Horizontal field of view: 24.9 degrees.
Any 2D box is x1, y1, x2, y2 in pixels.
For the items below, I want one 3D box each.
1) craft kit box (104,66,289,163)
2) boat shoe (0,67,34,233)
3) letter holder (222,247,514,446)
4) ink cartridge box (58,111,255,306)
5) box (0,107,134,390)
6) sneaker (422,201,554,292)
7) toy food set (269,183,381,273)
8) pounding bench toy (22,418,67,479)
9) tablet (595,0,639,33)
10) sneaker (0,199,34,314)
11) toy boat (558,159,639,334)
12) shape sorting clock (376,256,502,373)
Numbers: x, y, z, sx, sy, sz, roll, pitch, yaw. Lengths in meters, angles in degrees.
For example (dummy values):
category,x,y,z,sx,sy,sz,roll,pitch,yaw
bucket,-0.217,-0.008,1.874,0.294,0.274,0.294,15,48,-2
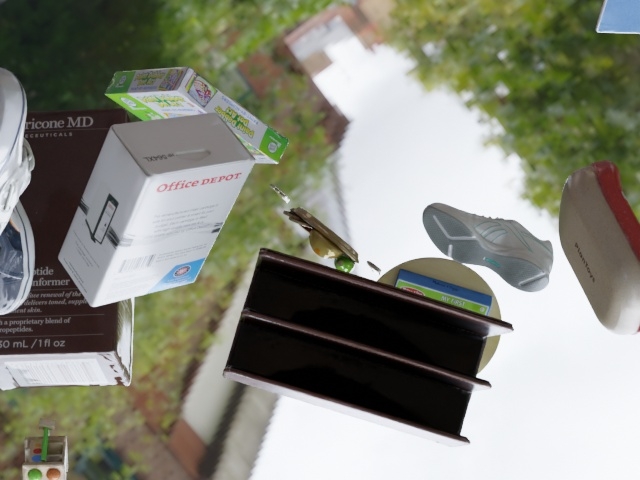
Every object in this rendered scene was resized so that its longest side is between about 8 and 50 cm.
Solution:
category,x,y,z,sx,sy,sz,roll,pitch,yaw
craft kit box,-0.221,-0.220,2.569,0.250,0.246,0.061,5,-117,53
boat shoe,-0.337,-0.076,1.479,0.088,0.096,0.267,-14,145,-40
letter holder,0.051,0.127,1.684,0.214,0.302,0.152,119,-12,-81
ink cartridge box,-0.181,-0.036,1.587,0.148,0.086,0.203,-12,143,-42
box,-0.360,0.010,2.039,0.191,0.143,0.381,-3,-116,2
sneaker,0.179,-0.001,1.544,0.061,0.152,0.054,-59,177,-44
toy food set,0.000,0.000,2.015,0.038,0.192,0.132,-51,174,-2
pounding bench toy,-0.341,0.270,1.788,0.052,0.083,0.065,-1,-151,-7
tablet,0.365,-0.265,1.682,0.083,0.054,0.006,0,-141,-14
sneaker,-0.425,-0.052,1.694,0.126,0.321,0.127,0,-162,20
toy boat,0.405,-0.001,1.867,0.151,0.231,0.151,-15,149,-11
shape sorting clock,0.161,0.122,2.107,0.206,0.206,0.040,-34,-165,15
